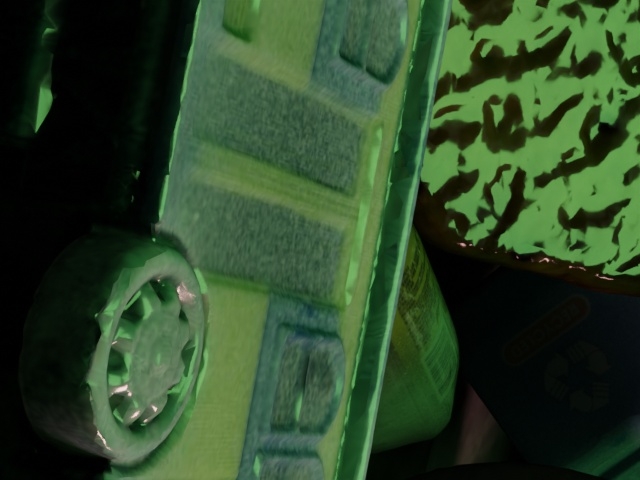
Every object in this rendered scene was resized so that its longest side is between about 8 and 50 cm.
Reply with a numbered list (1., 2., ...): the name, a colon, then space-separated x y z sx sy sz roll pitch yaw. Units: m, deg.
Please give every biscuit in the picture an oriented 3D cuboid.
1. biscuit: 0.138 -0.148 0.845 0.359 0.046 0.359 -1 92 -30

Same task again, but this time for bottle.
1. bottle: 0.000 0.000 0.771 0.083 0.083 0.270 -66 149 -30

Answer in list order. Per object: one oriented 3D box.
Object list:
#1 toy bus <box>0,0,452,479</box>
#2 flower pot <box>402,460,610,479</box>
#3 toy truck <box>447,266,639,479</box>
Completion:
1. toy bus: -0.066 -0.029 0.518 0.190 0.152 0.312 18 82 -66
2. flower pot: 0.125 0.273 0.934 0.330 0.293 0.294 31 70 -72
3. toy truck: 0.222 0.083 1.084 0.367 0.146 0.175 22 37 -46
